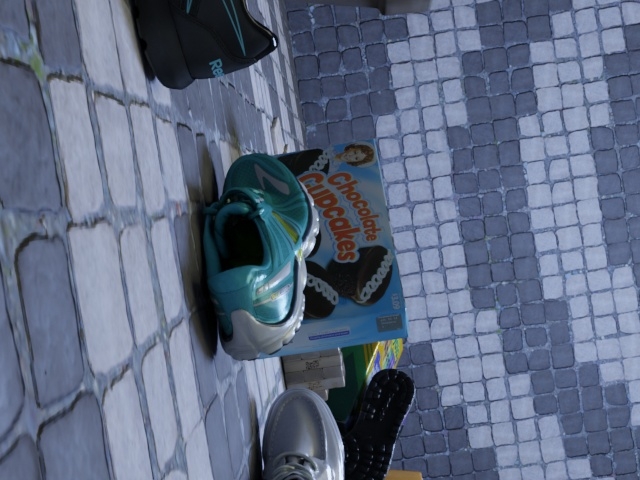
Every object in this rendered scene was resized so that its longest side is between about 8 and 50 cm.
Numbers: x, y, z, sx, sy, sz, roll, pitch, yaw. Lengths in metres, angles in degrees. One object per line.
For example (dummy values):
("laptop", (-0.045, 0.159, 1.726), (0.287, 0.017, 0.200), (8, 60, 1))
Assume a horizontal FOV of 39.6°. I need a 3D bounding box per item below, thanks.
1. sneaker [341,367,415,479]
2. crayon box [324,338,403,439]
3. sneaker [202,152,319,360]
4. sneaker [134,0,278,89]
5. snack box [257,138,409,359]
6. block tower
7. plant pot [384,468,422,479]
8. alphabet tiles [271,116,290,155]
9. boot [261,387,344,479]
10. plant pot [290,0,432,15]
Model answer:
("sneaker", (0.086, 0.371, 1.557), (0.283, 0.107, 0.124), (-54, 160, -29))
("crayon box", (0.082, 0.242, 1.714), (0.203, 0.083, 0.323), (77, 32, -54))
("sneaker", (-0.063, -0.011, 0.864), (0.275, 0.107, 0.110), (-95, 166, -53))
("sneaker", (-0.105, -0.260, 0.703), (0.101, 0.106, 0.268), (-83, 163, -75))
("snack box", (0.000, 0.000, 1.148), (0.322, 0.187, 0.060), (-96, 176, -46))
("block tower", (-0.028, 0.071, 1.350), (0.097, 0.090, 0.336), (-80, 161, -84))
("plant pot", (0.103, 0.503, 1.636), (0.205, 0.187, 0.205), (-9, 90, -87))
("alphabet tiles", (-0.067, -0.113, 1.860), (0.284, 0.021, 0.278), (-91, 172, -74))
("boot", (-0.017, 0.255, 0.911), (0.123, 0.095, 0.258), (89, -4, -57))
("plant pot", (-0.022, -0.429, 1.104), (0.323, 0.280, 0.323), (-8, 90, -87))
